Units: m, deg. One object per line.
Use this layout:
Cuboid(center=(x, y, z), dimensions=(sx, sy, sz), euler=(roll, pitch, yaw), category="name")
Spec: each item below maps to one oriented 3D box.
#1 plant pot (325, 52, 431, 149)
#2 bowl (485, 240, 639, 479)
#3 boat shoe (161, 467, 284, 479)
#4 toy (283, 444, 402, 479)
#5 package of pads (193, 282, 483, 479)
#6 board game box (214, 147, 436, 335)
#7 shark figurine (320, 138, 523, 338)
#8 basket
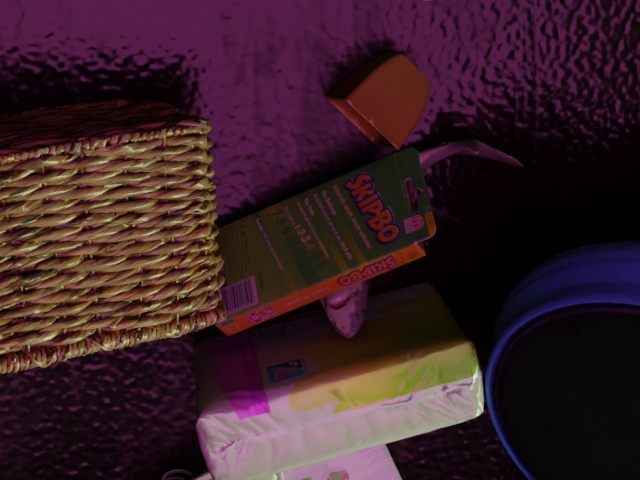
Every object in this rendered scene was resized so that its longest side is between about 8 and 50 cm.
Cuboid(center=(0.070, -0.156, 1.671), dimensions=(0.081, 0.081, 0.083), euler=(41, 85, -17), category="plant pot")
Cuboid(center=(0.342, 0.174, 1.537), dimensions=(0.391, 0.077, 0.391), euler=(20, 137, 19), category="bowl")
Cuboid(center=(-0.154, 0.316, 1.787), dimensions=(0.254, 0.079, 0.095), euler=(-40, 109, 8), category="boat shoe")
Cuboid(center=(0.031, 0.298, 1.818), dimensions=(0.137, 0.056, 0.237), euler=(-24, 104, 4), category="toy")
Cuboid(center=(0.012, 0.148, 1.678), dimensions=(0.296, 0.229, 0.101), euler=(-14, 106, -2), category="package of pads")
Cuboid(center=(0.000, 0.000, 1.654), dimensions=(0.259, 0.124, 0.039), euler=(-24, 141, 18), category="board game box")
Cuboid(center=(0.081, -0.017, 1.722), dimensions=(0.278, 0.166, 0.116), euler=(-50, 133, -9), category="shark figurine")
Cuboid(center=(-0.270, -0.013, 1.582), dimensions=(0.299, 0.213, 0.223), euler=(-13, 109, -29), category="basket")
